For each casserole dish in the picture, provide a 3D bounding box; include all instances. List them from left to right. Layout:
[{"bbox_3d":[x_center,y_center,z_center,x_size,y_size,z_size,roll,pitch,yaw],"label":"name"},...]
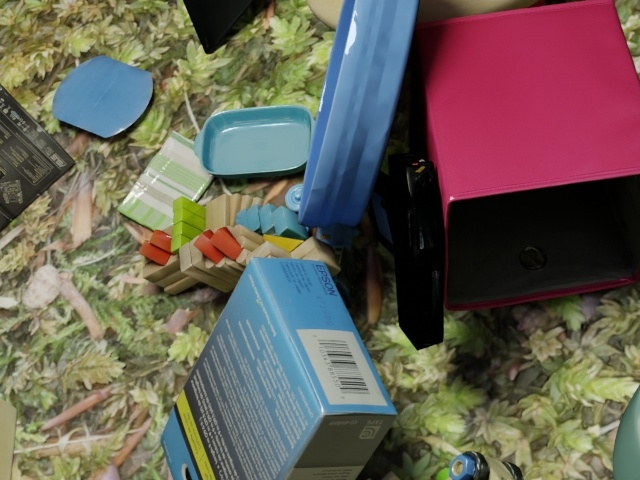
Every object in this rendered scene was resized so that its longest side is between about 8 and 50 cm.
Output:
[{"bbox_3d":[-0.089,-0.138,1.897,0.188,0.037,0.114,-4,61,12],"label":"casserole dish"}]

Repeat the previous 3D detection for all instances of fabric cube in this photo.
[{"bbox_3d":[0.249,-0.099,1.580,0.254,0.259,0.258,-9,58,-2],"label":"fabric cube"}]

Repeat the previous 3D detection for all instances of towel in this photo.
[{"bbox_3d":[-0.223,-0.085,1.943,0.113,0.023,0.152,27,75,33],"label":"towel"}]

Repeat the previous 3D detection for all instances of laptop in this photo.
[{"bbox_3d":[-0.089,-0.445,2.099,0.264,0.136,0.234,-14,54,-15],"label":"laptop"}]

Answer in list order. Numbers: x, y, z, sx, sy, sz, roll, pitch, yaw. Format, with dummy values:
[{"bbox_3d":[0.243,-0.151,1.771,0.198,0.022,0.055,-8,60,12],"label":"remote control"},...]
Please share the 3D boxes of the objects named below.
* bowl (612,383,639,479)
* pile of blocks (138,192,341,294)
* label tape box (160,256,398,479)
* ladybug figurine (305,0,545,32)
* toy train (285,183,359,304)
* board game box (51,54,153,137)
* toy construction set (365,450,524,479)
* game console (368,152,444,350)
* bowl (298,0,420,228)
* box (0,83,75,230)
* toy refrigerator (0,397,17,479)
[{"bbox_3d":[0.460,0.211,1.403,0.311,0.163,0.311,-10,58,17],"label":"bowl"},{"bbox_3d":[-0.128,-0.008,1.735,0.362,0.112,0.149,2,70,47],"label":"pile of blocks"},{"bbox_3d":[-0.065,0.228,1.601,0.348,0.115,0.249,-63,39,35],"label":"label tape box"},{"bbox_3d":[0.198,-0.405,1.862,0.449,0.162,0.305,-16,58,14],"label":"ladybug figurine"},{"bbox_3d":[0.000,0.000,1.769,0.105,0.080,0.184,4,65,18],"label":"toy train"},{"bbox_3d":[-0.338,-0.221,2.065,0.168,0.033,0.133,22,67,26],"label":"board game box"},{"bbox_3d":[0.162,0.364,1.463,0.327,0.151,0.215,44,109,42],"label":"toy construction set"},{"bbox_3d":[0.097,-0.006,1.610,0.044,0.361,0.213,-5,100,-6],"label":"game console"},{"bbox_3d":[0.050,-0.201,1.617,0.077,0.391,0.391,13,64,-4],"label":"bowl"},{"bbox_3d":[-0.498,-0.124,1.955,0.183,0.231,0.056,-42,58,-3],"label":"box"},{"bbox_3d":[-0.489,0.344,1.767,0.102,0.094,0.269,-11,58,17],"label":"toy refrigerator"}]
